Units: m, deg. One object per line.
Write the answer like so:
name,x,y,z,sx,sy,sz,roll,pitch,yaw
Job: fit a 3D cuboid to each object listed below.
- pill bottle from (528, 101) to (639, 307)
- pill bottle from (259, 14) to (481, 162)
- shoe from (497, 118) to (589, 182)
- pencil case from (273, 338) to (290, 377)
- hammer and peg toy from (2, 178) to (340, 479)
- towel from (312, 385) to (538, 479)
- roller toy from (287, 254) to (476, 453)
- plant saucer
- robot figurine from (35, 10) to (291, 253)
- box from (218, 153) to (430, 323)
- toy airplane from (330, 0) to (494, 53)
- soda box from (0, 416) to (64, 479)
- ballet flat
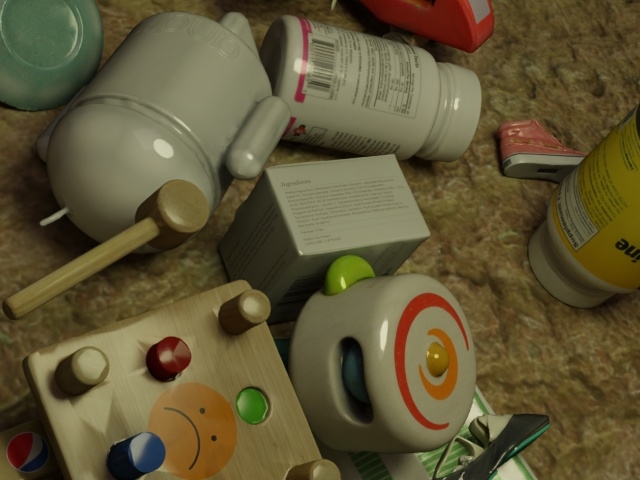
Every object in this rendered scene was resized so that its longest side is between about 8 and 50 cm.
pill bottle,0.420,-0.048,1.390,0.188,0.334,0.188,12,55,-18
pill bottle,0.061,-0.195,1.424,0.283,0.160,0.160,10,56,-20
shoe,0.348,-0.135,1.585,0.178,0.063,0.081,3,63,-19
pencil case,-0.062,0.148,1.202,0.151,0.064,0.070,0,98,-27
hammer and peg toy,-0.157,0.141,1.034,0.266,0.127,0.361,-20,84,-36
towel,0.099,0.283,1.210,0.324,0.038,0.248,-22,72,-35
roller toy,0.075,0.134,1.138,0.209,0.146,0.191,47,50,-35
plant saucer,-0.343,-0.256,1.281,0.195,0.037,0.195,-2,93,-39
robot figurine,-0.185,-0.127,1.234,0.300,0.200,0.353,3,46,25
box,0.000,0.000,1.253,0.182,0.181,0.119,-9,64,-30
toy airplane,0.069,-0.464,1.531,0.384,0.272,0.386,8,57,-21
soda box,-0.273,0.211,1.059,0.181,0.061,0.058,-19,69,-34
ballet flat,0.187,0.242,1.213,0.203,0.074,0.074,-35,78,-34
